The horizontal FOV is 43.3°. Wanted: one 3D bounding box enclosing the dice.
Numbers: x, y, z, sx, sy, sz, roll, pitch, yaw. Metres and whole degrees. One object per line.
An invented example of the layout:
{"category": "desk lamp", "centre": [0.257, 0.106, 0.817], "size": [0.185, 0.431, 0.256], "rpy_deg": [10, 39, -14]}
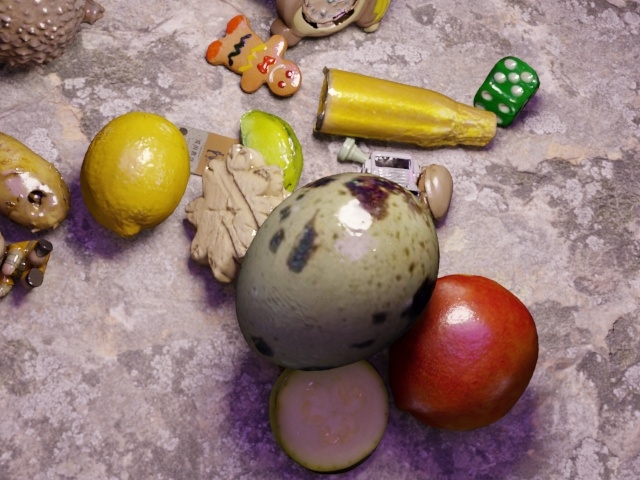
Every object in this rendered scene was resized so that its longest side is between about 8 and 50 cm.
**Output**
{"category": "dice", "centre": [0.466, -0.372, 2.024], "size": [0.120, 0.128, 0.131], "rpy_deg": [37, 66, 7]}

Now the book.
{"category": "book", "centre": [-0.279, -0.208, 1.915], "size": [0.172, 0.012, 0.118], "rpy_deg": [15, 66, -1]}

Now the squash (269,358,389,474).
{"category": "squash", "centre": [0.021, 0.351, 1.655], "size": [0.252, 0.049, 0.252], "rpy_deg": [1, 87, -19]}

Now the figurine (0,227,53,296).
{"category": "figurine", "centre": [-0.697, 0.019, 1.681], "size": [0.256, 0.192, 0.167], "rpy_deg": [22, 25, -24]}

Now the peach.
{"category": "peach", "centre": [0.282, 0.236, 1.655], "size": [0.308, 0.308, 0.332], "rpy_deg": [43, 73, 11]}

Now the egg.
{"category": "egg", "centre": [0.028, 0.067, 1.544], "size": [0.345, 0.345, 0.428], "rpy_deg": [45, 95, 12]}

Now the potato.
{"category": "potato", "centre": [-0.674, -0.137, 1.757], "size": [0.300, 0.140, 0.173], "rpy_deg": [39, 25, 11]}

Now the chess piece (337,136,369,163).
{"category": "chess piece", "centre": [0.115, -0.189, 1.943], "size": [0.149, 0.059, 0.059], "rpy_deg": [30, 66, -2]}

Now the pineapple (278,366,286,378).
{"category": "pineapple", "centre": [-0.002, 0.231, 1.720], "size": [0.221, 0.103, 0.083], "rpy_deg": [-34, 107, -20]}

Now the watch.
{"category": "watch", "centre": [-0.011, -0.702, 2.051], "size": [0.335, 0.314, 0.327], "rpy_deg": [-6, 56, -26]}

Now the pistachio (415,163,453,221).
{"category": "pistachio", "centre": [0.262, -0.112, 1.905], "size": [0.113, 0.113, 0.149], "rpy_deg": [5, 81, -6]}

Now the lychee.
{"category": "lychee", "centre": [-0.704, -0.589, 1.830], "size": [0.432, 0.380, 0.381], "rpy_deg": [17, 65, -17]}

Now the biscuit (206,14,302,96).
{"category": "biscuit", "centre": [-0.153, -0.446, 1.990], "size": [0.250, 0.036, 0.165], "rpy_deg": [38, 92, 10]}

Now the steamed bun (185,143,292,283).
{"category": "steamed bun", "centre": [-0.169, -0.050, 1.755], "size": [0.137, 0.292, 0.296], "rpy_deg": [10, 77, -48]}

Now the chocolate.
{"category": "chocolate", "centre": [0.206, -0.295, 1.951], "size": [0.445, 0.162, 0.162], "rpy_deg": [9, 66, -9]}

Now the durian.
{"category": "durian", "centre": [-0.110, -0.200, 1.892], "size": [0.139, 0.101, 0.250], "rpy_deg": [-30, 72, 11]}

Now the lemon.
{"category": "lemon", "centre": [-0.402, -0.149, 1.757], "size": [0.235, 0.236, 0.263], "rpy_deg": [17, 45, 0]}

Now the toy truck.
{"category": "toy truck", "centre": [0.136, -0.102, 1.788], "size": [0.124, 0.268, 0.155], "rpy_deg": [4, 64, -7]}
